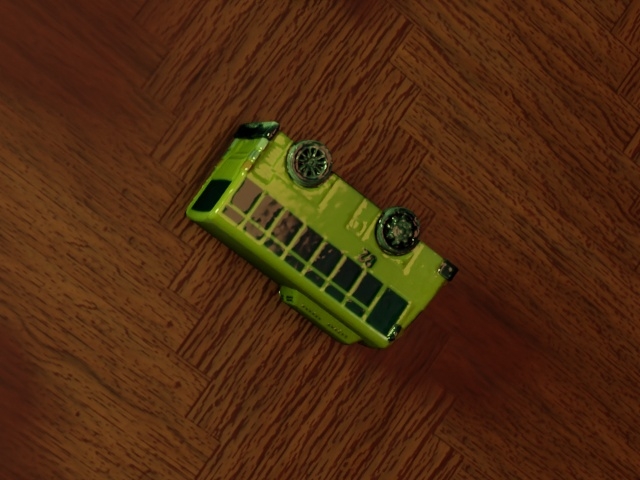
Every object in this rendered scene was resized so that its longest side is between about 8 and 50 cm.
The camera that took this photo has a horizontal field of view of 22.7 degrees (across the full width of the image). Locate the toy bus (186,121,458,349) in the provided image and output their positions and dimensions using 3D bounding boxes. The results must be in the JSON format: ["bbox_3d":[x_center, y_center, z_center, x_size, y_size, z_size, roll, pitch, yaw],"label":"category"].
[{"bbox_3d":[0.000,0.000,1.682,0.262,0.128,0.150,38,81,-17],"label":"toy bus"}]
